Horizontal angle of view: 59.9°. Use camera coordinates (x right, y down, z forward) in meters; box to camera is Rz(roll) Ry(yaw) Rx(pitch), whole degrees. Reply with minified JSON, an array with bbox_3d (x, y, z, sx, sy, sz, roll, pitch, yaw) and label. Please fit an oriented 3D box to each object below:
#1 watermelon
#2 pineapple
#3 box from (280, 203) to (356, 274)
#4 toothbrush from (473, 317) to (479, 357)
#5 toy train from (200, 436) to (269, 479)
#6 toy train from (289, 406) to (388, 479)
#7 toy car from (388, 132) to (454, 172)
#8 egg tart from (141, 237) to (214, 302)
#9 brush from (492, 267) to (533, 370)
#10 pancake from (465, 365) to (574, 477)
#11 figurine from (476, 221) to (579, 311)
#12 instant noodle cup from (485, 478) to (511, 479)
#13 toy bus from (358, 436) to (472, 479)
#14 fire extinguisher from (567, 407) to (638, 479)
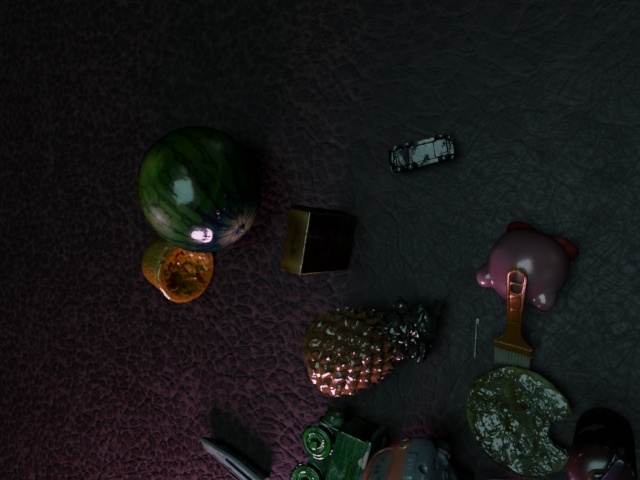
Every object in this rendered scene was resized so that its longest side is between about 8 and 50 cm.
[{"bbox_3d":[-0.330,-0.141,1.535,0.362,0.363,0.364,0,90,29],"label":"watermelon"},{"bbox_3d":[0.148,0.245,1.355,0.356,0.223,0.223,-19,81,14],"label":"pineapple"},{"bbox_3d":[0.000,0.000,1.403,0.071,0.240,0.160,15,97,30],"label":"box"},{"bbox_3d":[0.374,0.233,1.330,0.008,0.006,0.097,5,92,25],"label":"toothbrush"},{"bbox_3d":[-0.264,0.648,1.651,0.251,0.055,0.048,29,104,25],"label":"toy train"},{"bbox_3d":[0.045,0.570,1.433,0.201,0.145,0.266,16,98,24],"label":"toy train"},{"bbox_3d":[0.251,-0.212,1.367,0.165,0.062,0.071,-11,86,28],"label":"toy car"},{"bbox_3d":[-0.440,0.079,1.686,0.147,0.202,0.203,12,96,42],"label":"egg tart"},{"bbox_3d":[0.417,0.176,1.194,0.090,0.017,0.315,12,134,28],"label":"brush"},{"bbox_3d":[0.445,0.406,1.259,0.253,0.037,0.254,3,95,37],"label":"pancake"},{"bbox_3d":[0.446,0.058,1.200,0.173,0.173,0.174,0,90,29],"label":"figurine"},{"bbox_3d":[0.425,0.724,1.167,0.293,0.293,0.308,12,103,28],"label":"instant noodle cup"},{"bbox_3d":[0.211,0.588,1.279,0.231,0.194,0.288,-13,126,35],"label":"toy bus"},{"bbox_3d":[0.538,0.407,1.051,0.114,0.337,0.136,28,103,25],"label":"fire extinguisher"}]
